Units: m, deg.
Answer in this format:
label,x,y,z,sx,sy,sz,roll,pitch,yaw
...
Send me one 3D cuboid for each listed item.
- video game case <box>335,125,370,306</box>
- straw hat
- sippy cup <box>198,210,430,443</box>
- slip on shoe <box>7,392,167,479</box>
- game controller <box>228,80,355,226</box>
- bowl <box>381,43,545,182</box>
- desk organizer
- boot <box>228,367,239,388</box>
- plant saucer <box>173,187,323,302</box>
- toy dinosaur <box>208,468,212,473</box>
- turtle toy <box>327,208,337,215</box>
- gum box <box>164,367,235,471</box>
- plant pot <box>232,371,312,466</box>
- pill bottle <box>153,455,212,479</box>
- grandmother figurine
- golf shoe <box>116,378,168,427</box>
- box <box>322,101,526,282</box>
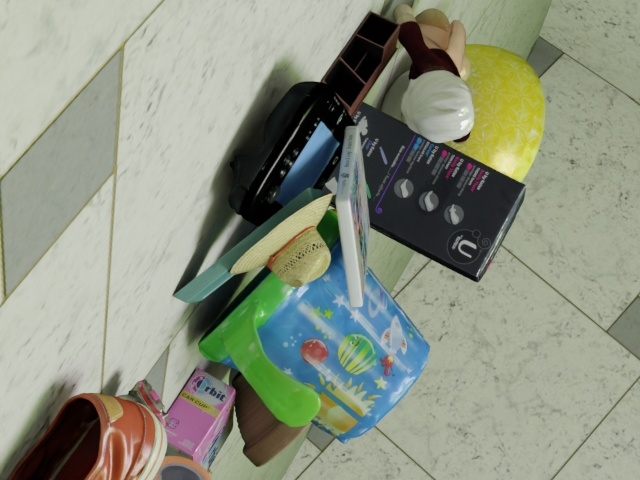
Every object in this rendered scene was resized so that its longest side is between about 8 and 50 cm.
label,x,y,z,sx,sy,sz,roll,pitch,yaw
video game case,0.038,-0.028,1.567,0.143,0.019,0.157,-82,167,-50
straw hat,-0.024,0.017,1.476,0.144,0.061,0.144,-37,172,-6
sippy cup,0.006,0.120,1.685,0.305,0.224,0.240,-48,-177,-29
slip on shoe,-0.270,0.277,1.231,0.331,0.123,0.101,-55,138,-11
game controller,-0.025,-0.087,1.531,0.166,0.067,0.319,-49,172,2
bowl,0.187,-0.185,2.096,0.156,0.289,0.289,20,101,-38
desk organizer,0.048,-0.216,1.669,0.130,0.047,0.050,-57,168,-28
boot,-0.063,0.176,2.095,0.258,0.095,0.123,-52,168,-36
plant saucer,-0.075,0.008,1.489,0.192,0.018,0.067,-39,172,9
toy dinosaur,-0.221,0.380,2.000,0.211,0.064,0.112,-60,145,-17
turtle toy,0.000,0.000,1.993,0.130,0.066,0.095,-46,139,-52
gum box,-0.169,0.262,1.846,0.107,0.062,0.188,-57,170,-24
plant pot,-0.045,0.192,1.887,0.237,0.110,0.237,-47,-177,3
pill bottle,-0.216,0.395,1.769,0.130,0.130,0.245,-47,164,-59
grandmother figurine,0.155,-0.217,1.787,0.104,0.208,0.342,-35,-162,15
golf shoe,-0.215,0.212,1.468,0.086,0.067,0.186,-29,159,-21
box,0.129,-0.067,1.857,0.143,0.270,0.165,-62,171,0
